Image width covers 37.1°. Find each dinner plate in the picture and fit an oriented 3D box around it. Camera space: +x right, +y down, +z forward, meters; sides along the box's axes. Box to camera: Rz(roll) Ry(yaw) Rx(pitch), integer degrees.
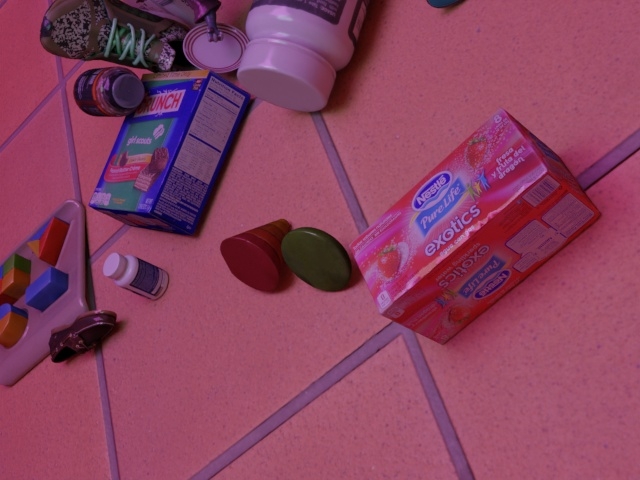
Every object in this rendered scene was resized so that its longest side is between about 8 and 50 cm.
[{"bbox_3d":[-0.218,-0.402,2.005,0.017,0.141,0.141,100,169,-58],"label":"dinner plate"}]

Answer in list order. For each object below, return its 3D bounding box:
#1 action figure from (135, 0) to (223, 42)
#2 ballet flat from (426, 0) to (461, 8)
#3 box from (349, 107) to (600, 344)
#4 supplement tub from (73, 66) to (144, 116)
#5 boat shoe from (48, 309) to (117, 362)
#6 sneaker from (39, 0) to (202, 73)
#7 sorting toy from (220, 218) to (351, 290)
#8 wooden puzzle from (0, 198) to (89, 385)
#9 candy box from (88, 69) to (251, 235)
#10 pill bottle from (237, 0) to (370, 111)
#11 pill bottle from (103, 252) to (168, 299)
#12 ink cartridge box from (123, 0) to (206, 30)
[{"bbox_3d":[-0.233,-0.573,1.929,0.370,0.248,0.275,-6,54,21],"label":"action figure"},{"bbox_3d":[0.257,-0.464,1.609,0.188,0.070,0.070,-34,48,24],"label":"ballet flat"},{"bbox_3d":[0.210,-0.013,1.327,0.300,0.154,0.142,-43,44,20],"label":"box"},{"bbox_3d":[-0.438,-0.310,1.995,0.198,0.106,0.106,13,77,56],"label":"supplement tub"},{"bbox_3d":[-0.488,0.200,1.959,0.207,0.073,0.073,-27,53,41],"label":"boat shoe"},{"bbox_3d":[-0.382,-0.417,1.980,0.182,0.410,0.158,30,112,35],"label":"sneaker"},{"bbox_3d":[0.000,0.000,1.589,0.366,0.127,0.126,-4,36,40],"label":"sorting toy"},{"bbox_3d":[-0.655,0.107,2.165,0.322,0.080,0.347,-38,46,23],"label":"wooden puzzle"},{"bbox_3d":[-0.314,-0.185,1.958,0.268,0.122,0.317,7,72,50],"label":"candy box"},{"bbox_3d":[-0.017,-0.434,1.744,0.204,0.204,0.361,4,70,46],"label":"pill bottle"},{"bbox_3d":[-0.363,0.068,1.868,0.067,0.120,0.067,-22,54,34],"label":"pill bottle"},{"bbox_3d":[-0.365,-0.621,2.136,0.117,0.283,0.207,-4,66,39],"label":"ink cartridge box"}]
